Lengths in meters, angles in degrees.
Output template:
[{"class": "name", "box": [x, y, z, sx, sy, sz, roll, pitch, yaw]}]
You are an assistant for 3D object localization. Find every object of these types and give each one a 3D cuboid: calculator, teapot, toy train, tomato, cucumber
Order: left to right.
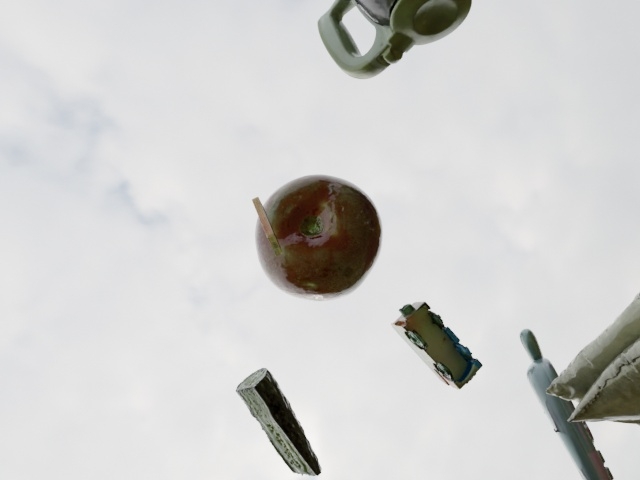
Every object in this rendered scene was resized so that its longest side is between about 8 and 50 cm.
[{"class": "cucumber", "box": [-0.066, 0.336, 1.323, 0.062, 0.078, 0.211, -42, -77, -40]}, {"class": "tomato", "box": [0.000, 0.000, 1.512, 0.270, 0.270, 0.223, -64, -15, -13]}, {"class": "teapot", "box": [0.059, -0.172, 0.504, 0.092, 0.124, 0.091, -4, -120, -20]}, {"class": "toy train", "box": [0.213, 0.190, 1.341, 0.072, 0.099, 0.188, -43, -88, -8]}, {"class": "calculator", "box": [0.342, 0.260, 0.982, 0.299, 0.041, 0.185, 67, -170, 25]}]

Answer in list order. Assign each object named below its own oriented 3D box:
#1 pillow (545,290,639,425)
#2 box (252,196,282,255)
[{"class": "pillow", "box": [0.307, 0.107, 0.641, 0.134, 0.078, 0.181, 16, -55, -26]}, {"class": "box", "box": [-0.092, -0.025, 1.238, 0.015, 0.093, 0.058, -24, -37, -2]}]
